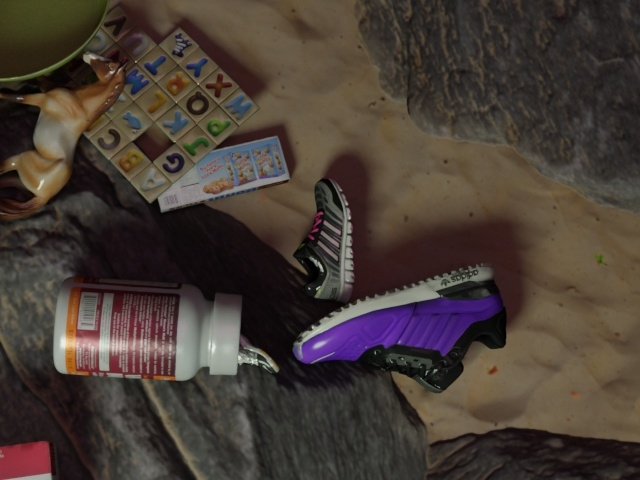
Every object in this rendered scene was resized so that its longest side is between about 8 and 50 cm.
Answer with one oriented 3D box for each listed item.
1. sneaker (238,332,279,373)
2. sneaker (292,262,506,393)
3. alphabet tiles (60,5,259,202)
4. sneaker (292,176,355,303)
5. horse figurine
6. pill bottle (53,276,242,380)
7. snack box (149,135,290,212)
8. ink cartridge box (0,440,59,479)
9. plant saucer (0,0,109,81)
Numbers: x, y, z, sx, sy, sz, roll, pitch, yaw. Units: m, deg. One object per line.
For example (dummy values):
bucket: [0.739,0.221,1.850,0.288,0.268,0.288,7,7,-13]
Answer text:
sneaker: [-0.092,0.151,1.501,0.083,0.032,0.037,35,81,8]
sneaker: [0.115,0.134,1.503,0.293,0.102,0.146,-17,83,-13]
alphabet tiles: [-0.232,-0.196,1.540,0.198,0.009,0.237,-43,83,-15]
sneaker: [0.000,0.000,1.528,0.075,0.063,0.170,-3,84,-17]
horse figurine: [-0.365,-0.132,1.480,0.174,0.066,0.263,19,80,0]
pill bottle: [-0.210,0.110,1.430,0.221,0.121,0.121,4,78,-5]
snack box: [-0.134,-0.089,1.542,0.178,0.022,0.064,-14,79,-13]
ink cartridge box: [-0.369,0.332,1.361,0.127,0.128,0.176,-6,80,-11]
plant saucer: [-0.384,-0.291,1.492,0.241,0.037,0.241,-3,58,5]
